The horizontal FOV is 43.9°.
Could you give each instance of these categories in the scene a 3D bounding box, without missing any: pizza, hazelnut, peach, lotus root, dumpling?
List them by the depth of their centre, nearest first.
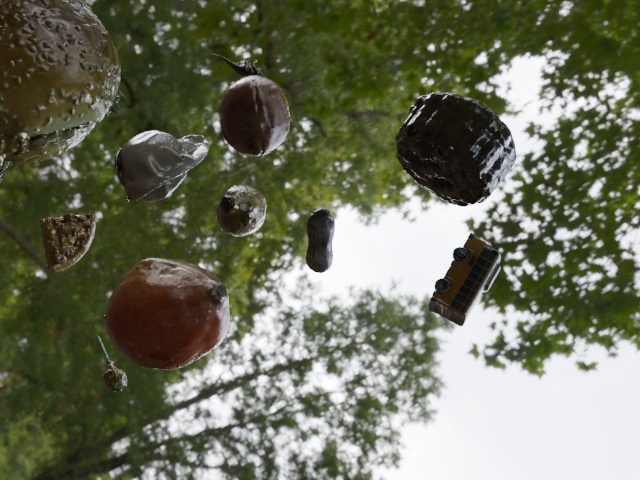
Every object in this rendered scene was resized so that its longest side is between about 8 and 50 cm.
[{"bbox_3d":[-0.257,0.120,1.404,0.232,0.232,0.232,35,-42,40],"label":"peach"},{"bbox_3d":[-0.129,-0.235,1.509,0.150,0.150,0.150,35,-42,40],"label":"hazelnut"},{"bbox_3d":[-0.392,-0.201,1.914,0.163,0.293,0.204,39,-65,-16],"label":"dumpling"},{"bbox_3d":[-0.631,-0.006,1.953,0.134,0.175,0.046,33,-20,-31],"label":"pizza"},{"bbox_3d":[-0.208,-0.077,2.027,0.138,0.138,0.214,63,10,4],"label":"lotus root"}]

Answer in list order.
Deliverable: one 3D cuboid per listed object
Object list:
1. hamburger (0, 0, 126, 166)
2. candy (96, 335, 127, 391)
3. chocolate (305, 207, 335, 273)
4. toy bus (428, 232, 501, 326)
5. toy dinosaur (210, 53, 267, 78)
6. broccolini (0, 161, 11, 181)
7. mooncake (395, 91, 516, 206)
[{"bbox_3d":[-0.302,-0.186,0.784,0.215,0.189,0.122,57,-36,11],"label":"hamburger"},{"bbox_3d":[-0.550,0.313,2.055,0.201,0.060,0.060,51,-32,45],"label":"candy"},{"bbox_3d":[0.000,0.000,1.939,0.072,0.072,0.167,23,-62,49],"label":"chocolate"},{"bbox_3d":[0.316,0.085,1.718,0.103,0.182,0.091,29,-19,16],"label":"toy bus"},{"bbox_3d":[-0.181,-0.424,1.941,0.180,0.058,0.037,20,-42,-8],"label":"toy dinosaur"},{"bbox_3d":[-0.448,-0.055,1.061,0.054,0.051,0.239,103,-18,-45],"label":"broccolini"},{"bbox_3d":[0.249,-0.168,1.514,0.228,0.124,0.228,30,-19,12],"label":"mooncake"}]
